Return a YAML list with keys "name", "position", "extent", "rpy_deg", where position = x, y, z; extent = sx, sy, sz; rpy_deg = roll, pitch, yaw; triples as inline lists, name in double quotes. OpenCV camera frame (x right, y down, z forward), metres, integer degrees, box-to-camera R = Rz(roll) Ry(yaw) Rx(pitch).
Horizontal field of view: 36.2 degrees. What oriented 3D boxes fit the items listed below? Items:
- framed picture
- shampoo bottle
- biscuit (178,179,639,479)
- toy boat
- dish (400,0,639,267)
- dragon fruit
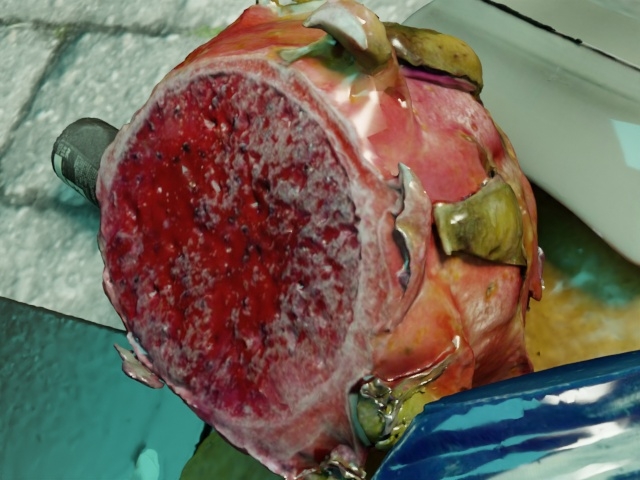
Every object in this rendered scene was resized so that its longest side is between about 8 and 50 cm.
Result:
- name: "framed picture"
  position: [-0.242, 0.148, 0.613]
  extent: [0.323, 0.013, 0.244]
  rpy_deg: [13, 69, 17]
- name: "shampoo bottle"
  position: [-0.104, -0.020, 0.657]
  extent: [0.207, 0.057, 0.063]
  rpy_deg: [31, 79, 36]
- name: "biscuit"
  position: [0.060, 0.101, 0.506]
  extent: [0.287, 0.057, 0.344]
  rpy_deg: [-32, 54, 6]
- name: "toy boat"
  position: [0.139, 0.166, 0.358]
  extent: [0.210, 0.070, 0.292]
  rpy_deg: [-37, 89, -4]
- name: "dish"
  position: [0.140, -0.086, 0.518]
  extent: [0.151, 0.077, 0.212]
  rpy_deg: [-23, 44, -34]
- name: "dragon fruit"
  position: [0.000, 0.000, 0.439]
  extent: [0.211, 0.147, 0.282]
  rpy_deg: [-47, 65, 16]
